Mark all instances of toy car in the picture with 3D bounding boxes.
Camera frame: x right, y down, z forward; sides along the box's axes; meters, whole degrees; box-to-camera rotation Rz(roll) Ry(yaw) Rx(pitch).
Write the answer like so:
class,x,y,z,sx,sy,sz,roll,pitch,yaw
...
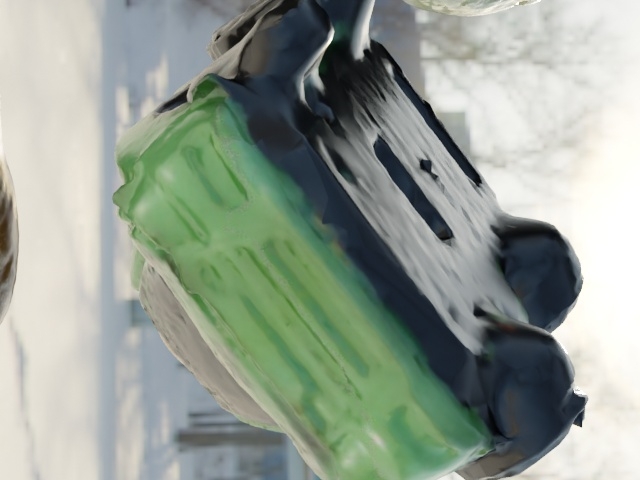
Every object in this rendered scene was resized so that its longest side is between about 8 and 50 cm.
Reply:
class,x,y,z,sx,sy,sz,roll,pitch,yaw
toy car,0.000,0.000,0.758,0.213,0.176,0.359,52,16,-9

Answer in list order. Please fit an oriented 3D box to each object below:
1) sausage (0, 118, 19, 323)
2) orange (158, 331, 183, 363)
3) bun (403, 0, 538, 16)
class,x,y,z,sx,sy,sz,roll,pitch,yaw
sausage,-0.179,-0.067,0.698,0.109,0.108,0.271,-100,-167,-59
orange,-0.051,0.033,1.204,0.155,0.154,0.134,-99,-166,-54
bun,0.131,-0.233,0.984,0.229,0.145,0.229,-41,145,-37
